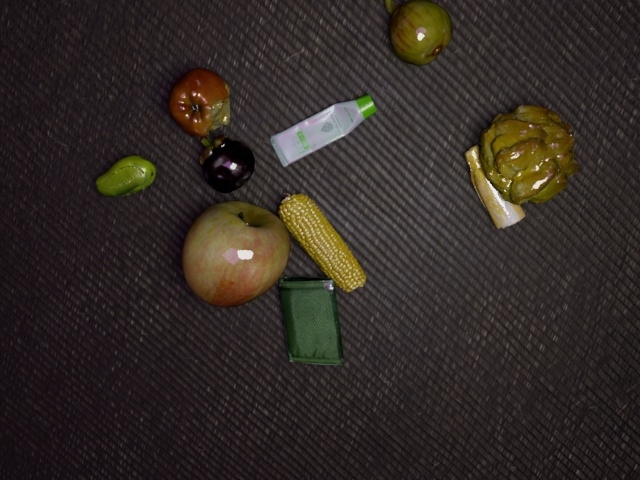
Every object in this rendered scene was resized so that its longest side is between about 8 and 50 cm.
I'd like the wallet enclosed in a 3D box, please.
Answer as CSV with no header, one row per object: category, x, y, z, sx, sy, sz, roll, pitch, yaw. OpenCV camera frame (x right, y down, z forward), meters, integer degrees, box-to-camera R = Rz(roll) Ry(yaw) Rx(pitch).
wallet,-0.022,0.210,1.314,0.161,0.055,0.235,-1,105,27

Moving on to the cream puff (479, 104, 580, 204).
cream puff,0.492,-0.201,1.181,0.245,0.196,0.243,-1,95,-6

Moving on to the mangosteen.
mangosteen,-0.237,-0.196,1.236,0.137,0.137,0.151,-39,99,7

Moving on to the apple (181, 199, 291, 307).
apple,-0.204,0.036,1.212,0.257,0.256,0.233,19,112,-2

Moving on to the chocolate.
chocolate,0.430,-0.138,1.262,0.086,0.085,0.219,-29,94,5

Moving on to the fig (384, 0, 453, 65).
fig,0.212,-0.500,1.187,0.186,0.148,0.142,42,117,33

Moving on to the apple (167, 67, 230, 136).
apple,-0.292,-0.331,1.202,0.156,0.158,0.147,-44,94,11

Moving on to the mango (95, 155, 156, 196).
mango,-0.495,-0.162,1.278,0.165,0.074,0.091,-15,103,15

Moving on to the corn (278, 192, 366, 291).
corn,0.000,0.000,1.278,0.102,0.101,0.310,-38,103,6

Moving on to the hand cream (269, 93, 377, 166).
hand cream,0.007,-0.285,1.265,0.276,0.050,0.078,-26,70,9
